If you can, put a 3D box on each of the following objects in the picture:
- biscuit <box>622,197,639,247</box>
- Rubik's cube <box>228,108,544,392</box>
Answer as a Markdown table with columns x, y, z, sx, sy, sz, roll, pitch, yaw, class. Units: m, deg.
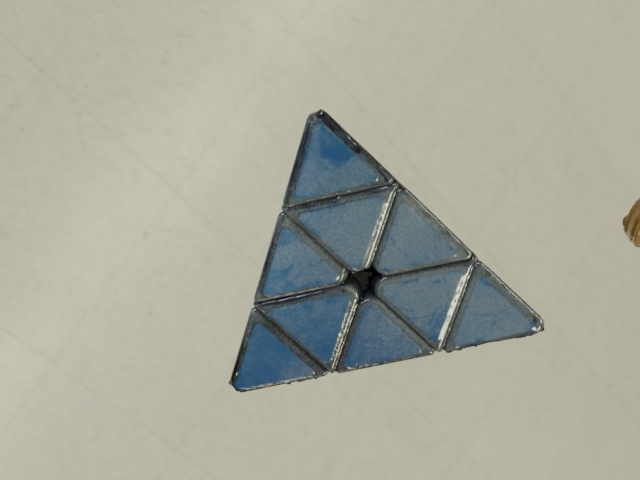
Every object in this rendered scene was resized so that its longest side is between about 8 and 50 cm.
| x | y | z | sx | sy | sz | roll | pitch | yaw | class |
| --- | --- | --- | --- | --- | --- | --- | --- | --- | --- |
| 0.365 | -0.057 | 1.203 | 0.250 | 0.035 | 0.162 | -28 | 147 | 3 | biscuit |
| 0.000 | 0.000 | 0.937 | 0.190 | 0.211 | 0.178 | -39 | 138 | -14 | Rubik's cube |
